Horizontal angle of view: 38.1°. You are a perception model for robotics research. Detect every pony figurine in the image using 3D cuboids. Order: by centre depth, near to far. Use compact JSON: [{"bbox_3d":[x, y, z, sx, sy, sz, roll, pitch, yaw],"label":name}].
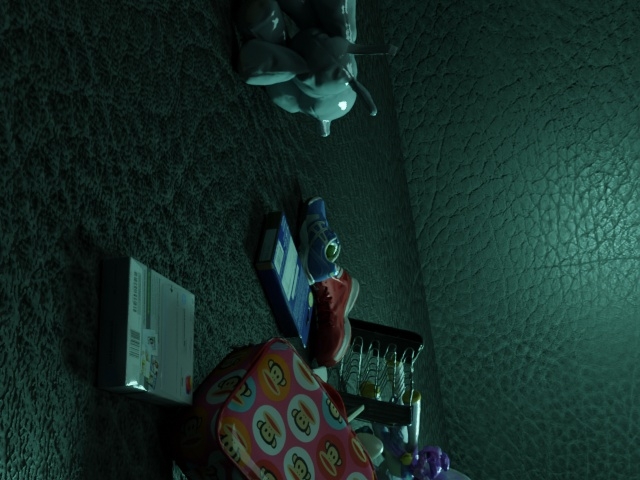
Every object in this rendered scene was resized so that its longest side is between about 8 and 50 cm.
[{"bbox_3d":[0.181,0.478,2.023,0.351,0.302,0.364,-113,-168,-70],"label":"pony figurine"}]

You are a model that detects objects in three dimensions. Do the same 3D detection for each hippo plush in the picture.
[{"bbox_3d":[0.002,-0.330,1.662,0.236,0.294,0.235,60,48,-76],"label":"hippo plush"}]

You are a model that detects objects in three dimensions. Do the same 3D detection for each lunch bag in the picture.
[{"bbox_3d":[-0.044,0.279,1.234,0.293,0.120,0.258,58,37,-15],"label":"lunch bag"}]

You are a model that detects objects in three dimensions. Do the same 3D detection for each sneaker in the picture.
[{"bbox_3d":[0.000,0.000,1.859,0.080,0.081,0.211,63,23,-51],"label":"sneaker"},{"bbox_3d":[0.002,0.139,1.873,0.128,0.087,0.221,44,41,-35],"label":"sneaker"}]

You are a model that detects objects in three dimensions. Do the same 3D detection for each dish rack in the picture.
[{"bbox_3d":[0.103,0.270,1.895,0.272,0.208,0.074,-77,179,-62],"label":"dish rack"}]

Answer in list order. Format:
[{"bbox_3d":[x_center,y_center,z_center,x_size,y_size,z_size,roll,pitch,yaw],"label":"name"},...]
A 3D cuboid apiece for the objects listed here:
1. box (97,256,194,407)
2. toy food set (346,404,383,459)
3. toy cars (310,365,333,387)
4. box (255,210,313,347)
[{"bbox_3d":[-0.199,0.112,1.084,0.186,0.038,0.145,45,41,-67],"label":"box"},{"bbox_3d":[0.065,0.435,1.521,0.219,0.092,0.306,14,66,-79],"label":"toy food set"},{"bbox_3d":[0.005,0.403,1.700,0.176,0.087,0.394,-76,152,-53],"label":"toy cars"},{"bbox_3d":[-0.061,0.076,1.667,0.136,0.036,0.225,-81,158,-47],"label":"box"}]
